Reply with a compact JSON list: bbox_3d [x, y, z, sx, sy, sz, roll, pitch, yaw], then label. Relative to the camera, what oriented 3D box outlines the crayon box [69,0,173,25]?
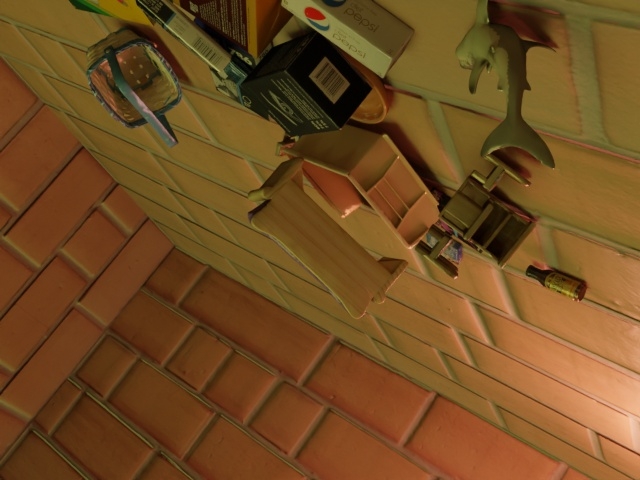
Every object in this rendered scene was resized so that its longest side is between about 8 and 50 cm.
[{"bbox_3d":[-0.508,-0.632,1.686,0.313,0.106,0.363,24,159,39],"label":"crayon box"}]

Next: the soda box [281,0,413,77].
[{"bbox_3d":[0.042,-0.368,1.333,0.216,0.069,0.074,36,164,2],"label":"soda box"}]

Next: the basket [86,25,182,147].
[{"bbox_3d":[-0.468,-0.392,2.047,0.289,0.201,0.255,65,-175,38],"label":"basket"}]

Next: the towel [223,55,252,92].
[{"bbox_3d":[-0.153,-0.332,1.692,0.119,0.029,0.067,39,165,-14],"label":"towel"}]

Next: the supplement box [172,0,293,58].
[{"bbox_3d":[-0.150,-0.454,1.384,0.194,0.129,0.191,35,164,7],"label":"supplement box"}]

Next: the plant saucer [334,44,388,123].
[{"bbox_3d":[0.051,-0.305,1.548,0.200,0.037,0.200,33,164,11],"label":"plant saucer"}]

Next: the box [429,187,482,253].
[{"bbox_3d":[0.300,-0.042,1.771,0.162,0.029,0.116,33,163,13],"label":"box"}]

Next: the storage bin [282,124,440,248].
[{"bbox_3d":[0.093,-0.126,1.749,0.260,0.123,0.262,48,168,-34],"label":"storage bin"}]

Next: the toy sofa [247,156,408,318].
[{"bbox_3d":[0.000,0.000,1.786,0.362,0.177,0.150,42,170,-14],"label":"toy sofa"}]

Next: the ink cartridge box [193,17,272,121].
[{"bbox_3d":[-0.175,-0.394,1.733,0.165,0.065,0.332,33,163,17],"label":"ink cartridge box"}]

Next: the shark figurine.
[{"bbox_3d":[0.271,-0.238,1.107,0.116,0.278,0.166,2,133,-10],"label":"shark figurine"}]

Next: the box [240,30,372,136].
[{"bbox_3d":[-0.030,-0.286,1.506,0.153,0.108,0.207,44,163,-24],"label":"box"}]

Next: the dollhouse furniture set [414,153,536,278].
[{"bbox_3d":[0.306,-0.029,1.490,0.161,0.212,0.242,37,-169,5],"label":"dollhouse furniture set"}]

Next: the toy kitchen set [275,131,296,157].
[{"bbox_3d":[-0.051,-0.229,1.933,0.075,0.083,0.068,28,120,28],"label":"toy kitchen set"}]

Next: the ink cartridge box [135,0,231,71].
[{"bbox_3d":[-0.266,-0.408,1.570,0.206,0.045,0.208,39,-176,-15],"label":"ink cartridge box"}]

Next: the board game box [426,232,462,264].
[{"bbox_3d":[0.298,0.014,1.951,0.090,0.020,0.090,32,163,23],"label":"board game box"}]

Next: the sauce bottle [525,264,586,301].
[{"bbox_3d":[0.493,0.088,1.703,0.128,0.042,0.042,23,159,35],"label":"sauce bottle"}]

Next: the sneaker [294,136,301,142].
[{"bbox_3d":[0.002,-0.209,1.876,0.084,0.058,0.152,33,169,34],"label":"sneaker"}]
